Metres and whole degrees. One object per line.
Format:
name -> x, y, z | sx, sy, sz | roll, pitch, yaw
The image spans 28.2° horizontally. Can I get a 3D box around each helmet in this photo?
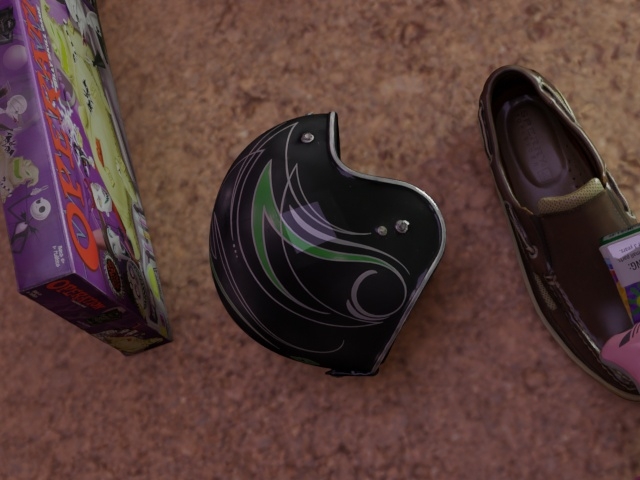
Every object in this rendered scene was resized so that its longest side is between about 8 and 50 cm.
helmet -> 0.000, 0.000, 0.899 | 0.161, 0.169, 0.169 | 29, 84, 5

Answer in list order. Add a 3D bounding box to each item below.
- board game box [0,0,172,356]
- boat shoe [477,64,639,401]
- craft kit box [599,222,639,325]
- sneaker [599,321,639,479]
board game box -> -0.197, -0.100, 0.960 | 0.056, 0.208, 0.347 | -19, 71, 10
boat shoe -> 0.173, -0.009, 0.886 | 0.095, 0.095, 0.257 | -29, 69, 6
craft kit box -> 0.335, 0.067, 0.788 | 0.250, 0.061, 0.246 | -24, 92, 14
sneaker -> 0.247, 0.189, 0.755 | 0.131, 0.112, 0.319 | -3, 98, 37
